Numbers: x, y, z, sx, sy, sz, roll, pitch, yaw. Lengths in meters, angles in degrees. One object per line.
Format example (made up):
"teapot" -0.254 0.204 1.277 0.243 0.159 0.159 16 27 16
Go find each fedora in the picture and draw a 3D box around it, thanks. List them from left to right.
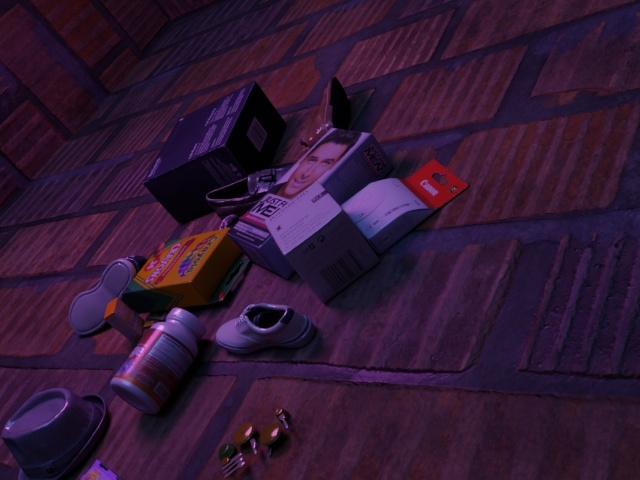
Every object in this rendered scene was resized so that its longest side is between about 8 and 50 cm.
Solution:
"fedora" -0.615 0.425 1.745 0.276 0.124 0.243 -23 33 26

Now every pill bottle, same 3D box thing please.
"pill bottle" -0.343 0.256 1.682 0.121 0.121 0.216 -3 44 46

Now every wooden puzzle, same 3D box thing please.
"wooden puzzle" -0.400 0.173 1.970 0.079 0.014 0.116 -6 42 43

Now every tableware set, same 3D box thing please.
"tableware set" -0.118 0.358 1.393 0.154 0.024 0.104 -40 26 0

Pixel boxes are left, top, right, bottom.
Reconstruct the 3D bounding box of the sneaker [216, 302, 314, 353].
"sneaker" -0.129 0.169 1.594 0.258 0.091 0.094 -12 39 38

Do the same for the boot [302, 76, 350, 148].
"boot" 0.012 -0.350 2.136 0.115 0.112 0.305 -24 30 25

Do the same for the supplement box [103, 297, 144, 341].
"supplement box" -0.490 0.198 1.948 0.036 0.098 0.062 -33 31 17

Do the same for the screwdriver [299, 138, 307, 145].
"screwdriver" 0.014 -0.287 2.151 0.170 0.024 0.025 -9 12 32

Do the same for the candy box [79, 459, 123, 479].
"candy box" -0.431 0.530 1.449 0.196 0.070 0.165 -50 31 -20

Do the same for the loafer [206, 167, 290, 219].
"loafer" -0.190 -0.133 2.084 0.268 0.084 0.096 -23 42 27

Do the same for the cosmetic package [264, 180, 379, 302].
"cosmetic package" 0.000 0.000 1.625 0.151 0.151 0.183 -37 29 0

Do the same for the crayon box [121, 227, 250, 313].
"crayon box" -0.324 0.073 1.939 0.319 0.081 0.202 -11 34 37

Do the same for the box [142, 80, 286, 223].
"box" -0.306 -0.261 2.303 0.313 0.179 0.343 -18 35 29

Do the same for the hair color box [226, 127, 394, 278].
"hair color box" -0.024 -0.096 1.826 0.374 0.113 0.185 -46 30 -14

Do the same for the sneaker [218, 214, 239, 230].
"sneaker" -0.245 -0.015 2.041 0.057 0.047 0.119 22 64 36

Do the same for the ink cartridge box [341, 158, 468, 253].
"ink cartridge box" 0.173 -0.093 1.666 0.232 0.066 0.189 -41 29 4

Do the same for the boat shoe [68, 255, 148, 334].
"boat shoe" -0.566 0.149 2.095 0.302 0.114 0.091 -38 -6 29
